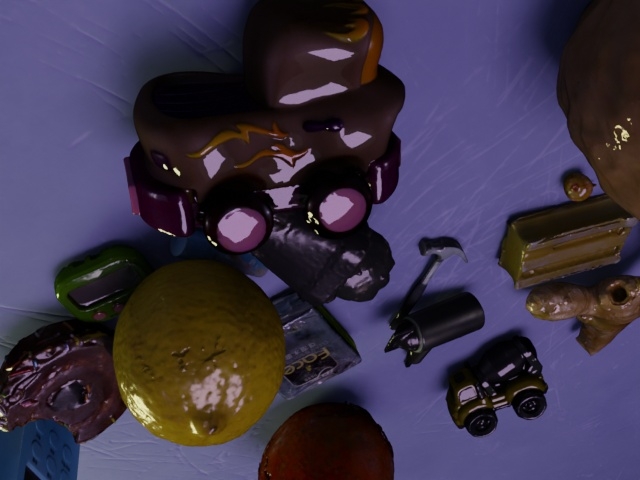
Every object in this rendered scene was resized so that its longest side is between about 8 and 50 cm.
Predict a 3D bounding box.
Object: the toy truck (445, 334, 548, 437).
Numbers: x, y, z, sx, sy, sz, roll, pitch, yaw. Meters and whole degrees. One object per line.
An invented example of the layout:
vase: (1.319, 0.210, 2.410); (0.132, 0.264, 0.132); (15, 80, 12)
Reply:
toy truck: (0.371, 0.306, 1.798); (0.224, 0.147, 0.165); (-24, 118, 6)

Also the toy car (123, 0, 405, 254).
toy car: (-0.065, -0.151, 0.965); (0.341, 0.271, 0.240); (-12, 122, -13)

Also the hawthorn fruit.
hawthorn fruit: (0.014, 0.485, 1.683); (0.316, 0.316, 0.316); (-14, 141, -11)

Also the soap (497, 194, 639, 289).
soap: (0.448, 0.000, 1.512); (0.233, 0.076, 0.135); (-13, 140, -14)

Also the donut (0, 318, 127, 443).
donut: (-0.397, 0.213, 1.303); (0.230, 0.096, 0.216); (14, 111, -44)

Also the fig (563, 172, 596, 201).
fig: (0.451, -0.093, 1.434); (0.083, 0.050, 0.050); (-10, 146, -51)

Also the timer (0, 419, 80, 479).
timer: (-0.467, 0.388, 1.376); (0.091, 0.250, 0.231); (-18, 142, -5)

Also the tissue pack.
tissue pack: (-0.047, 0.188, 1.489); (0.173, 0.073, 0.235); (-27, 141, 8)

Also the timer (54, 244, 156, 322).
timer: (-0.316, 0.064, 1.236); (0.140, 0.047, 0.128); (-24, 143, 1)

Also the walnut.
walnut: (0.491, -0.185, 1.083); (0.384, 0.383, 0.383); (-14, 141, -11)

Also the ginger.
ginger: (0.623, 0.112, 1.672); (0.363, 0.122, 0.348); (-26, 155, 19)

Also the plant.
plant: (0.000, 0.000, 1.230); (0.256, 0.164, 0.142); (28, 121, -31)

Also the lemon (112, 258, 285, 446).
lemon: (-0.170, 0.155, 1.175); (0.267, 0.267, 0.267); (-14, 141, -11)

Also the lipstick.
lipstick: (-0.150, 0.019, 1.262); (0.158, 0.048, 0.048); (17, 127, -39)

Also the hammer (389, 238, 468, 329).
hammer: (0.188, 0.086, 1.525); (0.103, 0.029, 0.246); (-1, 138, -24)

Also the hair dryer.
hair dryer: (0.189, 0.206, 1.620); (0.196, 0.078, 0.248); (-18, 153, -24)
